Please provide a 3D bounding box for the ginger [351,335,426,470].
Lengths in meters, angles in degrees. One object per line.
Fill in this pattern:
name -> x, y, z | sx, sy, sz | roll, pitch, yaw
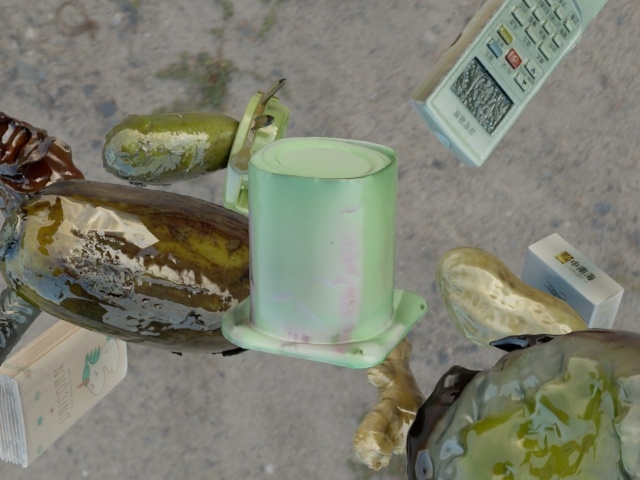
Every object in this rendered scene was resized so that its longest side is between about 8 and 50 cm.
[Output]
ginger -> 0.122, 0.253, 1.908 | 0.148, 0.333, 0.081 | 24, 126, -13

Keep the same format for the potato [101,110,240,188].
potato -> -0.224, -0.144, 1.868 | 0.149, 0.251, 0.113 | -29, 68, 55

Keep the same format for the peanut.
peanut -> 0.270, 0.111, 1.649 | 0.274, 0.125, 0.111 | 34, 148, 17

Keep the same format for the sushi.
sushi -> 0.247, 0.228, 0.999 | 0.299, 0.294, 0.281 | 2, 76, 48

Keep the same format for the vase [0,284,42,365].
vase -> -0.433, 0.121, 1.592 | 0.115, 0.237, 0.115 | 32, 159, 14

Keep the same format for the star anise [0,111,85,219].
star anise -> -0.439, -0.092, 1.563 | 0.346, 0.237, 0.148 | 10, 67, 10

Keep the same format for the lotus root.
lotus root -> -0.190, 0.034, 1.391 | 0.196, 0.397, 0.179 | -19, 60, 54

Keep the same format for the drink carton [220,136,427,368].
drink carton -> 0.000, 0.000, 0.916 | 0.144, 0.146, 0.142 | 7, 112, 21

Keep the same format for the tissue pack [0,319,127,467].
tissue pack -> -0.438, 0.228, 2.014 | 0.071, 0.325, 0.170 | 10, 115, 20

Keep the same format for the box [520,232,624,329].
box -> 0.381, 0.126, 1.877 | 0.155, 0.067, 0.243 | 43, 147, 34

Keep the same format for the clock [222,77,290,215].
clock -> -0.098, -0.158, 1.897 | 0.069, 0.170, 0.232 | 18, 147, 0

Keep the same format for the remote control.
remote control -> 0.267, -0.272, 1.615 | 0.145, 0.050, 0.344 | 43, 81, -33
